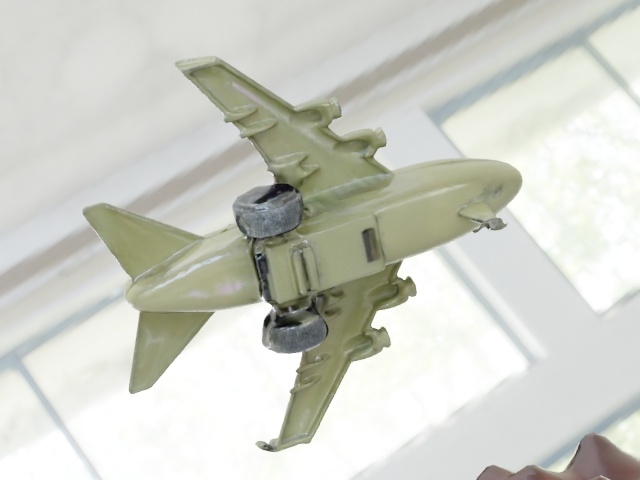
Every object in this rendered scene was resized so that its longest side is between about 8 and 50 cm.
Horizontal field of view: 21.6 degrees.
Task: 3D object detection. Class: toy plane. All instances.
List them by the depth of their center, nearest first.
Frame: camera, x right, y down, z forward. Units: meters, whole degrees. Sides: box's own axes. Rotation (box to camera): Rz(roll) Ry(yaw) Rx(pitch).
[{"bbox_3d":[0.000,0.000,0.968,0.256,0.242,0.104,-14,18,-5],"label":"toy plane"}]

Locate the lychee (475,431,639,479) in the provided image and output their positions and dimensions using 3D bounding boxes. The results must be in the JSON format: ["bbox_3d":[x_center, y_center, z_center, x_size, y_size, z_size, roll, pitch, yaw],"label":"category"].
[{"bbox_3d":[0.137,0.256,0.502,0.424,0.424,0.500,-39,1,3],"label":"lychee"}]
